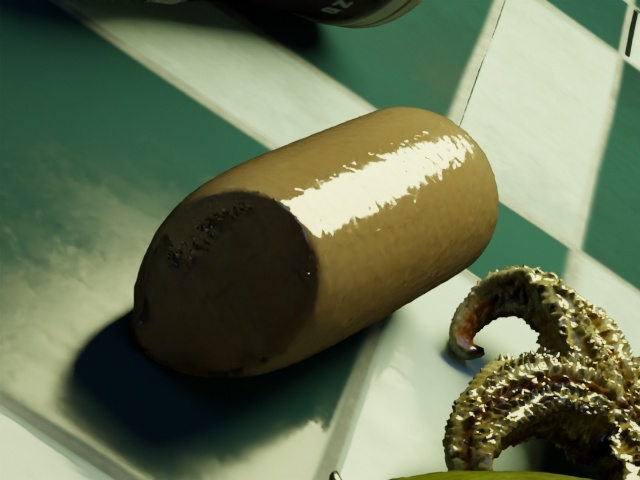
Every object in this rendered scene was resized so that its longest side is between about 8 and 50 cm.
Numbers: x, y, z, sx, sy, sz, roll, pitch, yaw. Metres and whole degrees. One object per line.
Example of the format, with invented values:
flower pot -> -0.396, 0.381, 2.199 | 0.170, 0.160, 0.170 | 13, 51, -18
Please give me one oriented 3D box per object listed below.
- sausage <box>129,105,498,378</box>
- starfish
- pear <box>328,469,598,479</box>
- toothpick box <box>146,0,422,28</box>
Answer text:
sausage -> 0.000, 0.000, 1.083 | 0.123, 0.123, 0.253 | 45, 33, 11
starfish -> 0.207, 0.134, 1.136 | 0.312, 0.113, 0.303 | 18, 33, -14
pear -> 0.115, 0.229, 0.776 | 0.287, 0.287, 0.375 | -4, 40, -47
toothpick box -> -0.069, -0.275, 1.276 | 0.316, 0.229, 0.229 | 0, 47, -43
